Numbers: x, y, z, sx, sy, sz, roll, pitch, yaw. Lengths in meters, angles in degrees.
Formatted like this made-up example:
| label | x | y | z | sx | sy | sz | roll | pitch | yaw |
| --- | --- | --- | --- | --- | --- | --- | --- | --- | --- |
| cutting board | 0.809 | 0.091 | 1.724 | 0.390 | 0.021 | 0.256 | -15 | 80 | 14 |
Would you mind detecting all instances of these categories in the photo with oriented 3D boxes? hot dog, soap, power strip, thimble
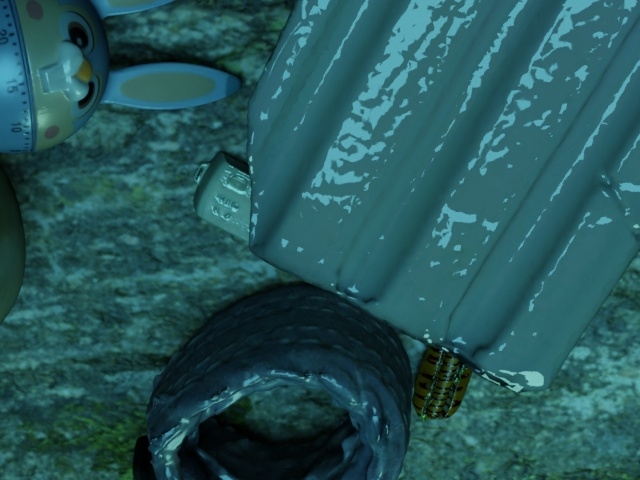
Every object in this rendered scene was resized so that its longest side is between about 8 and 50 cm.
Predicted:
| label | x | y | z | sx | sy | sz | roll | pitch | yaw |
| --- | --- | --- | --- | --- | --- | --- | --- | --- | --- |
| hot dog | 0.116 | 0.116 | 1.750 | 0.049 | 0.037 | 0.122 | 12 | 116 | -4 |
| soap | 0.133 | -0.140 | 1.538 | 0.350 | 0.213 | 0.435 | 24 | 114 | -8 |
| power strip | 0.000 | 0.000 | 1.713 | 0.253 | 0.027 | 0.060 | 27 | 114 | -7 |
| thimble | -0.036 | 0.157 | 1.710 | 0.236 | 0.172 | 0.205 | -2 | 111 | 8 |

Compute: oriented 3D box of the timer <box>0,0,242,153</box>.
| label | x | y | z | sx | sy | sz | roll | pitch | yaw |
| --- | --- | --- | --- | --- | --- | --- | --- | --- | --- |
| timer | -0.205 | -0.153 | 1.590 | 0.255 | 0.175 | 0.175 | -2 | 114 | 6 |

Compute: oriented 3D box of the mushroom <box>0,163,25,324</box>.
| label | x | y | z | sx | sy | sz | roll | pitch | yaw |
| --- | --- | --- | --- | --- | --- | --- | --- | --- | --- |
| mushroom | -0.410 | 0.026 | 1.644 | 0.298 | 0.297 | 0.290 | 21 | 138 | -4 |

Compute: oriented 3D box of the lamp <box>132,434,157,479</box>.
| label | x | y | z | sx | sy | sz | roll | pitch | yaw |
| --- | --- | --- | --- | --- | --- | --- | --- | --- | --- |
| lamp | -0.239 | 0.311 | 1.804 | 0.283 | 0.124 | 0.203 | -16 | 109 | 17 |
